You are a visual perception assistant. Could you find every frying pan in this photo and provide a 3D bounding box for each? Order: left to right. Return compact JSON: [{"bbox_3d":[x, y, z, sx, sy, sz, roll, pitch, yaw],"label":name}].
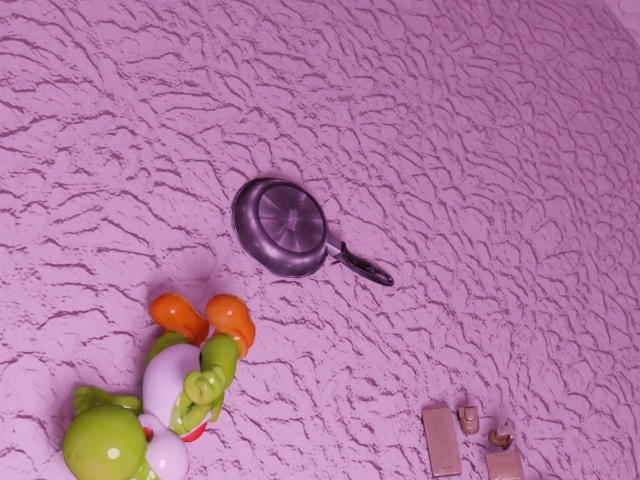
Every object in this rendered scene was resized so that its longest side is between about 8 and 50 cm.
[{"bbox_3d":[-0.015,0.016,1.826,0.326,0.053,0.197,43,48,-6],"label":"frying pan"}]

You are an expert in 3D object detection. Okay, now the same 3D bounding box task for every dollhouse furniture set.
[{"bbox_3d":[0.261,0.373,1.846,0.151,0.123,0.144,-7,66,-2],"label":"dollhouse furniture set"}]

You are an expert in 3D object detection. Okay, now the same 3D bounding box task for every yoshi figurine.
[{"bbox_3d":[-0.235,0.219,1.460,0.203,0.203,0.362,25,54,-4],"label":"yoshi figurine"}]
